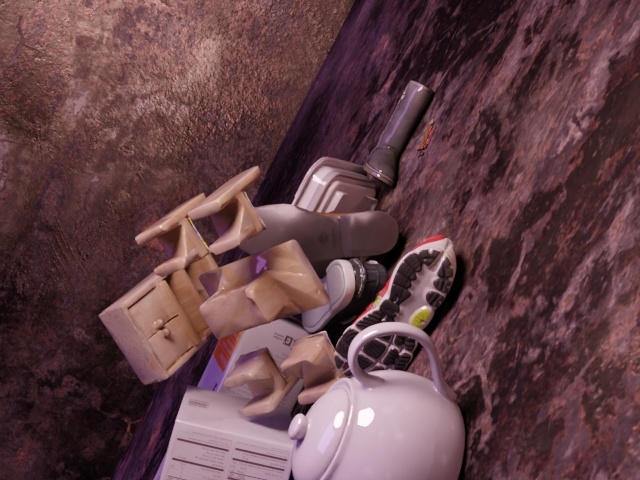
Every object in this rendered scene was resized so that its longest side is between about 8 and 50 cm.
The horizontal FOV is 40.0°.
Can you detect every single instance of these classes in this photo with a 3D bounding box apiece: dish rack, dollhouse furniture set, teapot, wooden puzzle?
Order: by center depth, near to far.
[{"bbox_3d":[0.050,0.260,1.104,0.252,0.187,0.256,-41,25,57],"label":"teapot"},{"bbox_3d":[-0.147,0.087,1.533,0.394,0.362,0.256,-20,16,37],"label":"dollhouse furniture set"},{"bbox_3d":[0.207,-0.201,1.730,0.083,0.006,0.049,-65,14,-4],"label":"wooden puzzle"},{"bbox_3d":[0.000,0.000,1.790,0.333,0.072,0.285,-61,-21,11],"label":"dish rack"}]

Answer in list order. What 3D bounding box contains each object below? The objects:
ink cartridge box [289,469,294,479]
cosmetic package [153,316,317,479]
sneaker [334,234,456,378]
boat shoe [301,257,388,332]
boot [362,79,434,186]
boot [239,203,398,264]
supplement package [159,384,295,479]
[{"bbox_3d":[0.020,0.331,1.380,0.208,0.045,0.206,-65,12,2],"label":"ink cartridge box"},{"bbox_3d":[-0.178,0.360,1.823,0.453,0.161,0.230,-65,14,-2],"label":"cosmetic package"},{"bbox_3d":[0.126,0.108,1.347,0.279,0.107,0.118,-54,-2,26],"label":"sneaker"},{"bbox_3d":[0.037,0.107,1.640,0.302,0.091,0.114,147,121,-69],"label":"boat shoe"},{"bbox_3d":[0.167,-0.225,1.817,0.208,0.076,0.189,-53,18,14],"label":"boot"},{"bbox_3d":[-0.007,-0.008,1.623,0.115,0.305,0.112,-2,-86,-84],"label":"boot"},{"bbox_3d":[-0.161,0.369,1.530,0.262,0.204,0.145,-149,73,-85],"label":"supplement package"}]
